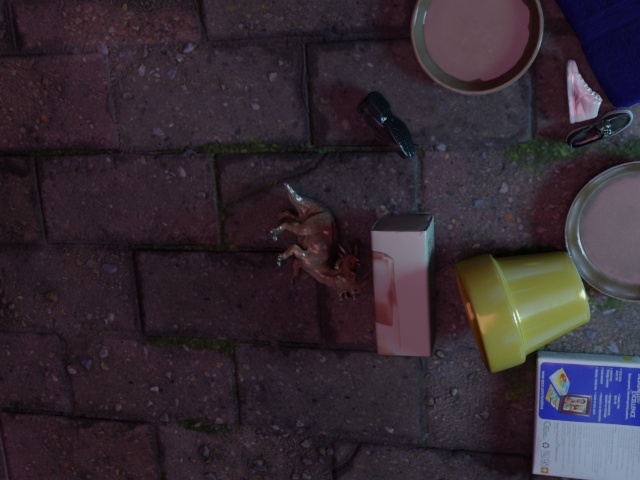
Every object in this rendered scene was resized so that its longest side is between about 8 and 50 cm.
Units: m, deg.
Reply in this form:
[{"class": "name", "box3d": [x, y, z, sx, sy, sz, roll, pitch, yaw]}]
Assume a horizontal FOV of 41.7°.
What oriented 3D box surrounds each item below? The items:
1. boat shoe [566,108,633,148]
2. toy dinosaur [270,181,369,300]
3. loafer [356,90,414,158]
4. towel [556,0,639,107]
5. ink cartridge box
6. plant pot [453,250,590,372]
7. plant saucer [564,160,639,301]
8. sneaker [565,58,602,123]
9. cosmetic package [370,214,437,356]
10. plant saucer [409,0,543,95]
[{"class": "boat shoe", "box3d": [0.586, -0.229, 1.762, 0.142, 0.040, 0.049, -24, 113, 23]}, {"class": "toy dinosaur", "box3d": [0.000, 0.000, 1.965, 0.200, 0.127, 0.295, -12, 90, 11]}, {"class": "loafer", "box3d": [0.147, -0.251, 1.883, 0.061, 0.062, 0.170, -32, 92, 44]}, {"class": "towel", "box3d": [0.612, -0.432, 1.655, 0.228, 0.076, 0.308, -20, 102, 53]}, {"class": "ink cartridge box", "box3d": [0.647, 0.408, 1.925, 0.307, 0.072, 0.303, 2, 105, 13]}, {"class": "plant pot", "box3d": [0.439, 0.135, 1.819, 0.239, 0.254, 0.254, -17, 101, 5]}, {"class": "plant saucer", "box3d": [0.683, -0.021, 1.796, 0.311, 0.050, 0.310, 5, 107, 16]}, {"class": "sneaker", "box3d": [0.548, -0.314, 1.748, 0.070, 0.051, 0.134, -5, 108, 16]}, {"class": "cosmetic package", "box3d": [0.193, 0.100, 1.917, 0.129, 0.153, 0.296, 1, 105, 15]}, {"class": "plant saucer", "box3d": [0.329, -0.447, 1.776, 0.278, 0.041, 0.277, 4, 106, 14]}]
